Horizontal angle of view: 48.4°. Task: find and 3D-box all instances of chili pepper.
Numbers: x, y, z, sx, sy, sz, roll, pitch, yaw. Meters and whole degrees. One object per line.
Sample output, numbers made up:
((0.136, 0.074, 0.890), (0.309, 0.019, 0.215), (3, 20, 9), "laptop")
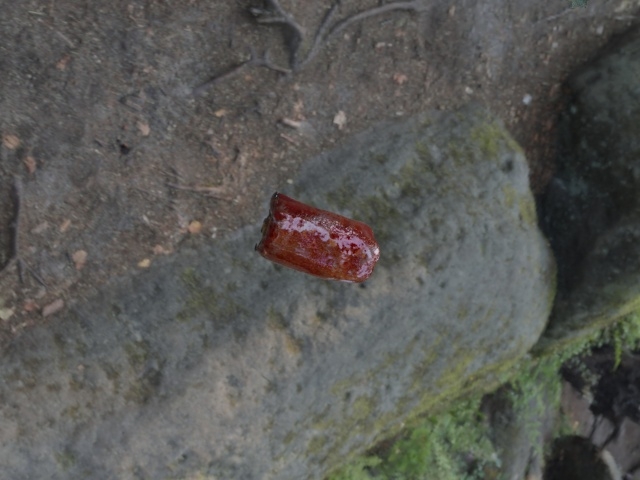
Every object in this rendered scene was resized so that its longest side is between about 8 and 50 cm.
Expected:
((0.000, 0.000, 0.738), (0.123, 0.070, 0.073), (16, 63, -10), "chili pepper")

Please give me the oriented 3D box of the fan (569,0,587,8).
((0.069, -0.279, 0.490), (0.009, 0.329, 0.191), (-45, 178, -32), "fan")
